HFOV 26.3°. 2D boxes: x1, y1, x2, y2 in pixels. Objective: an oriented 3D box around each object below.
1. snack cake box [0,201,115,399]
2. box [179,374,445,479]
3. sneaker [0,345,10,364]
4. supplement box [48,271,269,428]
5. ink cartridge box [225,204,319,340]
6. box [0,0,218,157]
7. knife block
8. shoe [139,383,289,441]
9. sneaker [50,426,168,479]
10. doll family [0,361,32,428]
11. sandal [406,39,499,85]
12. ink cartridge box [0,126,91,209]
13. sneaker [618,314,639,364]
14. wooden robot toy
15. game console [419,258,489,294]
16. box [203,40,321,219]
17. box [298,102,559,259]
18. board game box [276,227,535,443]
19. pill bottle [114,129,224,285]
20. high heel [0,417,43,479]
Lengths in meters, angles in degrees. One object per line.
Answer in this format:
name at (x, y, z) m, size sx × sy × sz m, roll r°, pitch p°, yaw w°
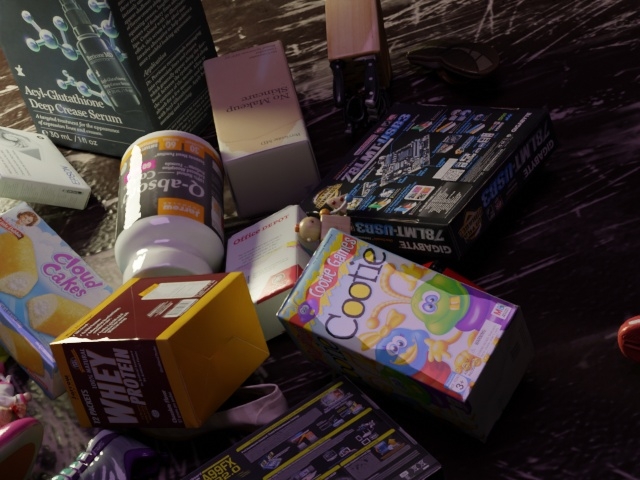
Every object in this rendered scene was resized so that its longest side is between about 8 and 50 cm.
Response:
snack cake box at (-0.402, 0.082, 1.957) m, size 0.152 × 0.089 × 0.264 m, roll -34°, pitch 64°, yaw -32°
box at (-0.014, 0.304, 1.669) m, size 0.270 × 0.060 × 0.216 m, roll -31°, pitch 41°, yaw -19°
sneaker at (-0.523, 0.099, 2.065) m, size 0.109 × 0.123 × 0.296 m, roll 15°, pitch 45°, yaw -29°
supplement box at (-0.208, 0.143, 1.800) m, size 0.194 × 0.129 × 0.191 m, roll -4°, pitch 23°, yaw 31°
ink cartridge box at (-0.066, 0.049, 1.951) m, size 0.127 × 0.072 × 0.175 m, roll -27°, pitch 35°, yaw 21°
box at (-0.366, -0.354, 2.305) m, size 0.293 × 0.395 × 0.212 m, roll 12°, pitch 46°, yaw 31°
knife block at (0.059, -0.317, 2.250) m, size 0.088 × 0.276 × 0.242 m, roll -9°, pitch 10°, yaw 8°
shoe at (-0.146, 0.219, 1.814) m, size 0.219 × 0.058 × 0.076 m, roll -4°, pitch 40°, yaw 14°
sneaker at (-0.285, 0.326, 1.719) m, size 0.098 × 0.083 × 0.224 m, roll 15°, pitch 47°, yaw 25°
doll family at (-0.525, 0.264, 1.870) m, size 0.263 × 0.118 × 0.163 m, roll -6°, pitch 30°, yaw -16°
sandal at (0.225, -0.292, 2.306) m, size 0.090 × 0.060 × 0.219 m, roll -31°, pitch 27°, yaw -27°
ink cartridge box at (-0.522, -0.130, 2.271) m, size 0.224 × 0.045 × 0.223 m, roll 7°, pitch 25°, yaw -37°
sneaker at (0.484, 0.100, 1.743) m, size 0.221 × 0.087 × 0.128 m, roll 2°, pitch 32°, yaw 2°
wooden robot toy at (0.000, 0.000, 1.919) m, size 0.079 × 0.076 × 0.173 m, roll 9°, pitch 56°, yaw -10°
game console at (0.141, 0.105, 1.891) m, size 0.124 × 0.085 × 0.144 m, roll -20°, pitch 25°, yaw 49°
box at (-0.096, -0.183, 2.227) m, size 0.148 × 0.121 × 0.311 m, roll -16°, pitch 39°, yaw -1°
box at (0.157, -0.096, 2.042) m, size 0.293 × 0.073 × 0.295 m, roll 5°, pitch 41°, yaw 42°
board game box at (0.109, 0.119, 1.729) m, size 0.275 × 0.144 × 0.142 m, roll 23°, pitch 71°, yaw 28°
pill bottle at (-0.222, -0.019, 2.035) m, size 0.162 × 0.162 × 0.278 m, roll -11°, pitch 45°, yaw 6°
high heel at (-0.535, 0.332, 1.749) m, size 0.181 × 0.127 × 0.377 m, roll 32°, pitch 61°, yaw 30°
